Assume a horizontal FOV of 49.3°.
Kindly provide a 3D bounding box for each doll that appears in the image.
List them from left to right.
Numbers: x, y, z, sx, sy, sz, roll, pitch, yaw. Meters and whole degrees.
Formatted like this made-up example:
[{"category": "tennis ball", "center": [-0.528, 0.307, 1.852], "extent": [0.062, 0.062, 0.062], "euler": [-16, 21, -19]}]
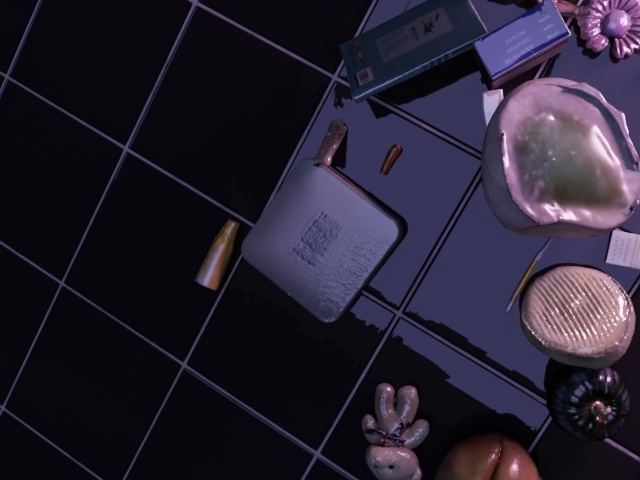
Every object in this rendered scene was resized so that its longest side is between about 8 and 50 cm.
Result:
[{"category": "doll", "center": [0.200, 0.546, 1.975], "extent": [0.175, 0.149, 0.278], "euler": [-6, 77, 47]}]

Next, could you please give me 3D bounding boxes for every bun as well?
[{"category": "bun", "center": [0.660, 0.205, 1.801], "extent": [0.287, 0.146, 0.287], "euler": [-9, 56, 13]}]

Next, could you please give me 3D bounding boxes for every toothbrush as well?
[{"category": "toothbrush", "center": [0.573, 0.071, 1.897], "extent": [0.024, 0.021, 0.288], "euler": [31, 101, 22]}]

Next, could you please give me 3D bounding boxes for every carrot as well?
[{"category": "carrot", "center": [0.197, -0.231, 1.975], "extent": [0.032, 0.032, 0.093], "euler": [31, 106, 11]}]

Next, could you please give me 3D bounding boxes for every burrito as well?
[{"category": "burrito", "center": [0.029, -0.275, 1.977], "extent": [0.051, 0.042, 0.171], "euler": [18, 56, 11]}]

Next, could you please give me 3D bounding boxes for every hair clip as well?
[{"category": "hair clip", "center": [0.692, -0.580, 1.799], "extent": [0.300, 0.069, 0.173], "euler": [19, 98, 13]}]

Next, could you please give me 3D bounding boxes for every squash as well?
[{"category": "squash", "center": [0.692, 0.412, 1.806], "extent": [0.218, 0.172, 0.218], "euler": [5, 104, 22]}]

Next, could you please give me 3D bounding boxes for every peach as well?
[{"category": "peach", "center": [0.451, 0.658, 1.858], "extent": [0.292, 0.247, 0.292], "euler": [-10, 63, 19]}]

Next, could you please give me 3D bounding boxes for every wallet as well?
[{"category": "wallet", "center": [0.472, -0.346, 1.895], "extent": [0.061, 0.025, 0.122], "euler": [-7, 91, 17]}]

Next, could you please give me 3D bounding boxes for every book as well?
[{"category": "book", "center": [0.239, -0.531, 1.864], "extent": [0.379, 0.031, 0.264], "euler": [-22, 48, 15]}]

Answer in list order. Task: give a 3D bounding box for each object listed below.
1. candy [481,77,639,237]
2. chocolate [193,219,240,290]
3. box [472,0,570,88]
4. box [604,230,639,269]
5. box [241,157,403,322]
[{"category": "candy", "center": [0.599, -0.209, 1.785], "extent": [0.386, 0.186, 0.427], "euler": [-10, 85, 3]}, {"category": "chocolate", "center": [-0.300, 0.040, 2.106], "extent": [0.085, 0.085, 0.219], "euler": [28, 96, 12]}, {"category": "box", "center": [0.493, -0.479, 1.738], "extent": [0.200, 0.299, 0.106], "euler": [-28, 89, 15]}, {"category": "box", "center": [0.839, 0.032, 1.820], "extent": [0.166, 0.024, 0.090], "euler": [12, 97, 14]}, {"category": "box", "center": [0.000, 0.000, 2.013], "extent": [0.367, 0.090, 0.373], "euler": [39, 103, 11]}]
